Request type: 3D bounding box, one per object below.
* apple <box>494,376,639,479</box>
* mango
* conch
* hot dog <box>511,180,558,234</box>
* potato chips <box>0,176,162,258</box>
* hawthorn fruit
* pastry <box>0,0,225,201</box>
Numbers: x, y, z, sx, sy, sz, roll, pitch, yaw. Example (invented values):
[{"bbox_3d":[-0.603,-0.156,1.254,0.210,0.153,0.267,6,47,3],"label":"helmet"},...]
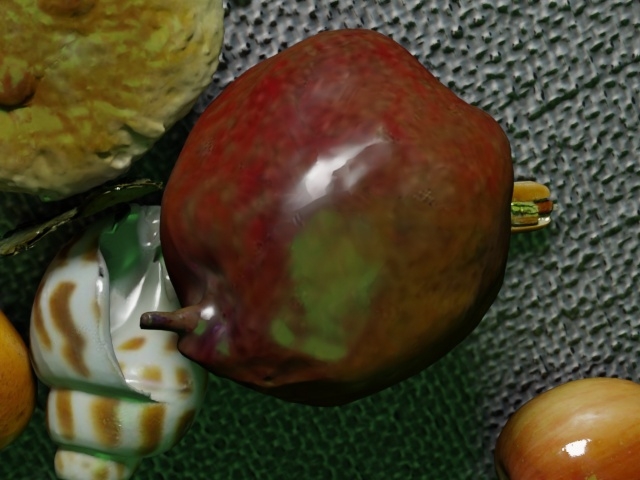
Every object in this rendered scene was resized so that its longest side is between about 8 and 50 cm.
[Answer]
[{"bbox_3d":[0.269,0.223,1.675,0.199,0.199,0.199,-5,114,-12],"label":"apple"},{"bbox_3d":[-0.340,0.087,1.480,0.126,0.154,0.252,-32,129,-7],"label":"mango"},{"bbox_3d":[-0.186,0.109,1.499,0.149,0.275,0.183,-14,163,33],"label":"conch"},{"bbox_3d":[0.164,-0.025,1.606,0.133,0.041,0.056,-5,114,-12],"label":"hot dog"},{"bbox_3d":[-0.215,-0.022,1.437,0.142,0.209,0.026,-29,98,-19],"label":"potato chips"},{"bbox_3d":[0.016,-0.010,1.422,0.308,0.324,0.308,5,133,5],"label":"hawthorn fruit"},{"bbox_3d":[-0.238,-0.184,1.384,0.330,0.136,0.329,-5,117,-9],"label":"pastry"}]
